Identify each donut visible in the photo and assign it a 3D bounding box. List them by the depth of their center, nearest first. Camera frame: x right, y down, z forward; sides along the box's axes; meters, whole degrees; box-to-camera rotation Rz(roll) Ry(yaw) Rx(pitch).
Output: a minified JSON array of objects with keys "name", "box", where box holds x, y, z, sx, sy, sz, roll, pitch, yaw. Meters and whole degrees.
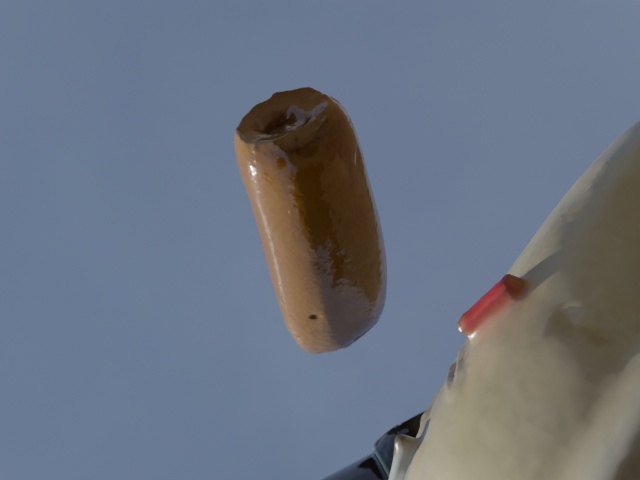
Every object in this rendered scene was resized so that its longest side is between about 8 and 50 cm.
[{"name":"donut","box":[0.165,0.083,0.662,0.142,0.382,0.383,31,-156,24]}]

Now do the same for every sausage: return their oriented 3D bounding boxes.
[{"name":"sausage","box":[0.003,0.002,1.445,0.116,0.134,0.354,35,153,41]}]

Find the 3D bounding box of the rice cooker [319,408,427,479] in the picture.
[{"name":"rice cooker","box":[0.125,0.317,1.206,0.335,0.325,0.335,62,178,4]}]
